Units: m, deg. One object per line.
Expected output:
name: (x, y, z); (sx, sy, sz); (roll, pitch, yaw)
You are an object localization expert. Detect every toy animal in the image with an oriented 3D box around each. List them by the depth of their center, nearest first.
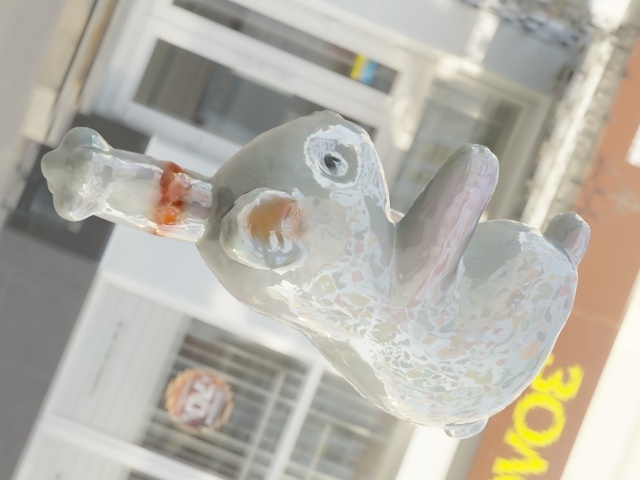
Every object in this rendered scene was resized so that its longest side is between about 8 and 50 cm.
toy animal: (0.011, -0.009, 0.775); (0.140, 0.282, 0.138); (6, -115, 52)
